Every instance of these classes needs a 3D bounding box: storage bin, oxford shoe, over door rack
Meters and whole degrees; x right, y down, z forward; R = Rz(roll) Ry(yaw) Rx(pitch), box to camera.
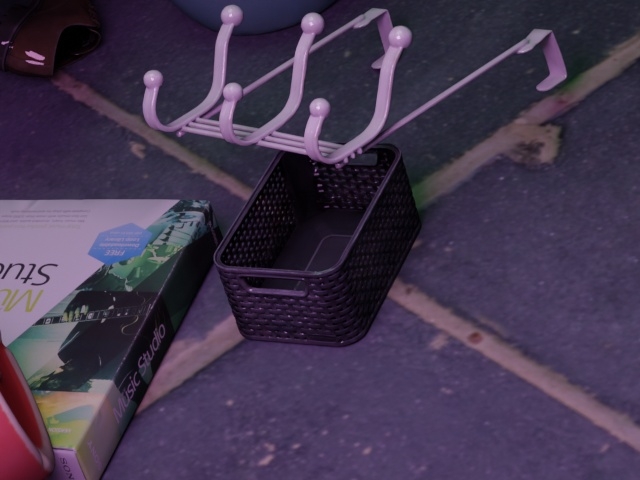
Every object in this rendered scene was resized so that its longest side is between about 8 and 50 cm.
[{"bbox_3d":[0.000,0.000,1.667,0.122,0.084,0.180,3,42,26],"label":"storage bin"},{"bbox_3d":[-0.280,-0.240,2.116,0.096,0.083,0.227,20,41,5],"label":"oxford shoe"},{"bbox_3d":[0.029,-0.166,1.760,0.324,0.108,0.239,-22,25,-39],"label":"over door rack"}]

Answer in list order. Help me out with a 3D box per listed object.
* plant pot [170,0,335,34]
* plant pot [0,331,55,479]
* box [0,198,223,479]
[{"bbox_3d":[-0.079,-0.363,2.043,0.293,0.235,0.293,-12,36,9],"label":"plant pot"},{"bbox_3d":[-0.351,0.143,1.450,0.243,0.275,0.275,-27,37,-2],"label":"plant pot"},{"bbox_3d":[-0.246,0.082,1.684,0.232,0.058,0.322,0,41,22],"label":"box"}]
